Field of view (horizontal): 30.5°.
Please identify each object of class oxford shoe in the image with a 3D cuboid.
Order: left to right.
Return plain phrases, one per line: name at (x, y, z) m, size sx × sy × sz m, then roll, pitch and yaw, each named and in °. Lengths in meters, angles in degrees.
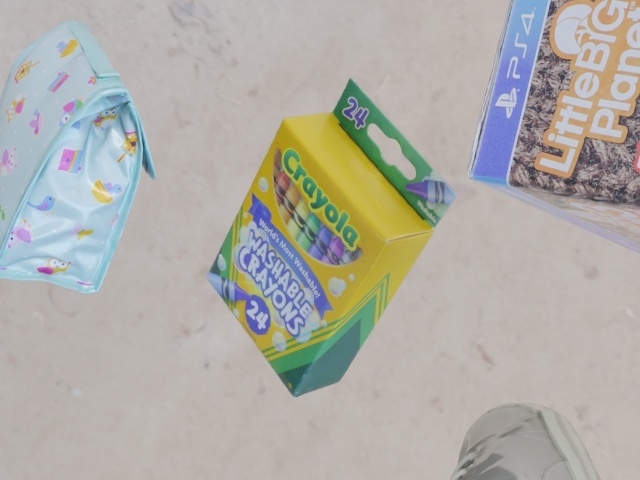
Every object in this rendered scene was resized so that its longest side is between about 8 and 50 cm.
oxford shoe at (0.145, 0.229, 0.944) m, size 0.130 × 0.449 × 0.169 m, roll 7°, pitch 98°, yaw -3°

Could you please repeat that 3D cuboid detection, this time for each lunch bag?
lunch bag at (-0.296, -0.107, 1.381) m, size 0.160 × 0.223 × 0.262 m, roll 13°, pitch 114°, yaw -30°

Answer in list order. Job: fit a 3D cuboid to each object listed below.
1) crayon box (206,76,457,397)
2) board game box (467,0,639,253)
crayon box at (0.000, 0.000, 1.360) m, size 0.083 × 0.203 × 0.323 m, roll -12°, pitch 143°, yaw -42°
board game box at (0.272, -0.057, 0.637) m, size 0.232 × 0.291 × 0.141 m, roll 17°, pitch 86°, yaw -48°
